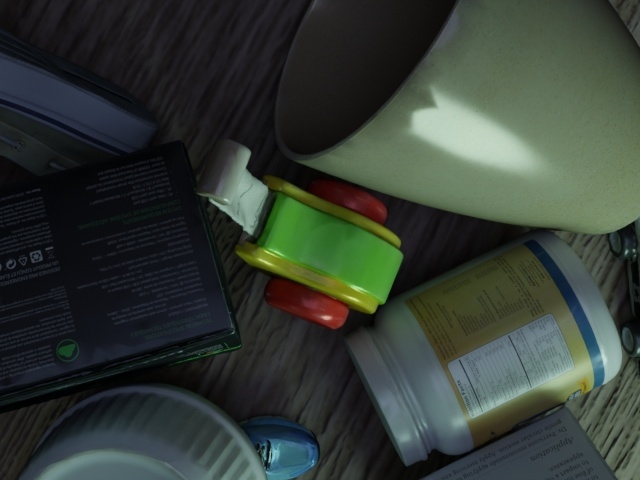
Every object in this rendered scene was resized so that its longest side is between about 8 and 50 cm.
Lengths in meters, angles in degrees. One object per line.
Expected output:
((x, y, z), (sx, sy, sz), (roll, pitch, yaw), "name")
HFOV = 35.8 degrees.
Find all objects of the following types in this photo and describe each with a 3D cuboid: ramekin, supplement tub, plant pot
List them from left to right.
((-0.147, 0.224, 0.778), (0.207, 0.109, 0.207), (0, 96, 4), "ramekin")
((0.134, 0.093, 0.843), (0.200, 0.144, 0.144), (-26, 100, -3), "supplement tub")
((0.146, -0.116, 0.784), (0.274, 0.256, 0.256), (28, 93, -25), "plant pot")

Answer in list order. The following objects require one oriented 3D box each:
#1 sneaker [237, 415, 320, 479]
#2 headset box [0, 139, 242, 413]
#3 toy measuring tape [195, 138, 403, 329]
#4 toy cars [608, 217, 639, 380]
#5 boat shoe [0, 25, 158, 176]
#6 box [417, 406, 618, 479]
((-0.080, 0.194, 0.864), (0.162, 0.073, 0.063), (-2, 97, -7), "sneaker")
((-0.192, 0.046, 0.733), (0.246, 0.283, 0.131), (-15, 84, -6), "headset box")
((0.000, 0.000, 0.724), (0.121, 0.330, 0.121), (-1, 79, 6), "toy measuring tape")
((0.385, -0.044, 0.886), (0.176, 0.087, 0.393), (32, 93, -10), "toy cars")
((-0.245, -0.104, 0.722), (0.302, 0.109, 0.094), (24, 105, -50), "boat shoe")
((0.167, 0.263, 0.842), (0.181, 0.119, 0.182), (-25, 140, -3), "box")
